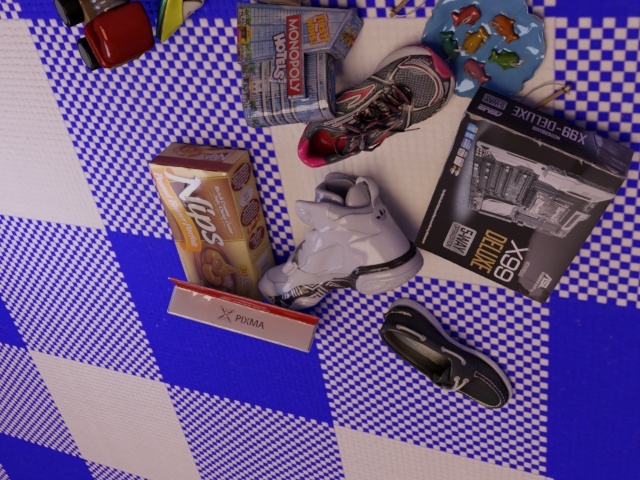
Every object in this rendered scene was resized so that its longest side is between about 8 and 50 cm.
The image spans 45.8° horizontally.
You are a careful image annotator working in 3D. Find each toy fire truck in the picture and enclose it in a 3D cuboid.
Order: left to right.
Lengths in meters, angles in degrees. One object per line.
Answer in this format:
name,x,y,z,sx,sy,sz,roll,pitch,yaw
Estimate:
toy fire truck,-0.324,-0.405,1.196,0.217,0.158,0.246,65,159,-12

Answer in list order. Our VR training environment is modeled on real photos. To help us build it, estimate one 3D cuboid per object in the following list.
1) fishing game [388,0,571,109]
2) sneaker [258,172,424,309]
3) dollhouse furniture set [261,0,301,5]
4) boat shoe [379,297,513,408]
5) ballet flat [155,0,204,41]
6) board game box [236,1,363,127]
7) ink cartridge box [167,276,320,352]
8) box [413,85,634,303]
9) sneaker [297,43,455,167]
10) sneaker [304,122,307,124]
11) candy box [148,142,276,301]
fishing game,0.233,-0.280,1.098,0.264,0.041,0.189,47,136,-12
sneaker,0.000,0.000,1.397,0.366,0.137,0.210,-13,111,40
dollhouse furniture set,-0.154,-0.505,1.033,0.198,0.286,0.303,14,103,23
boat shoe,0.240,0.242,1.475,0.302,0.091,0.114,36,135,0
ballet flat,-0.223,-0.421,1.230,0.077,0.077,0.231,6,133,-11
board game box,-0.031,-0.284,1.177,0.194,0.060,0.194,-4,83,22
ink cartridge box,-0.155,0.153,1.509,0.296,0.066,0.261,15,171,-1
box,0.303,-0.061,1.186,0.242,0.076,0.307,26,140,10
sneaker,0.086,-0.195,1.192,0.121,0.112,0.299,48,135,-13
sneaker,-0.041,-0.263,1.260,0.070,0.051,0.134,15,125,15
candy box,-0.207,-0.032,1.514,0.183,0.087,0.316,9,129,26
